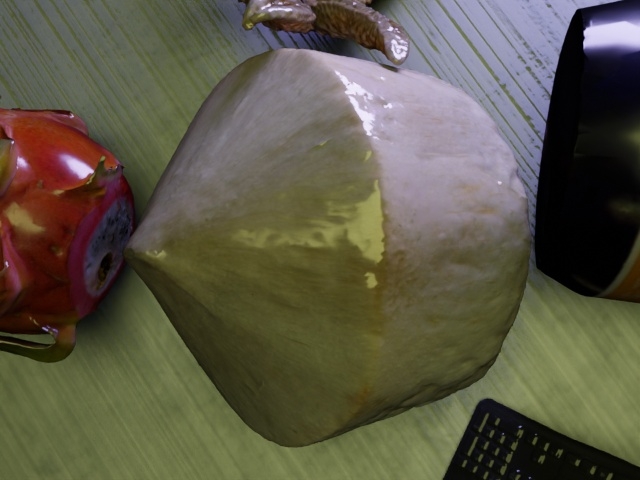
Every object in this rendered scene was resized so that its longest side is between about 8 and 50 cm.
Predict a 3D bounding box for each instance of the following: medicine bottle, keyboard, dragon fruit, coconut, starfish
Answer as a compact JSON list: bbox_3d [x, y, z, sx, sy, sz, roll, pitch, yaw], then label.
[{"bbox_3d":[0.373,-0.048,0.761,0.395,0.242,0.242,10,85,2],"label":"medicine bottle"},{"bbox_3d":[0.264,0.241,0.762,0.381,0.041,0.103,23,86,33],"label":"keyboard"},{"bbox_3d":[-0.279,-0.019,0.847,0.227,0.224,0.224,7,84,11],"label":"dragon fruit"},{"bbox_3d":[0.000,0.000,0.753,0.329,0.329,0.328,-1,84,6],"label":"coconut"},{"bbox_3d":[-0.023,-0.237,0.846,0.375,0.327,0.094,40,132,32],"label":"starfish"}]
